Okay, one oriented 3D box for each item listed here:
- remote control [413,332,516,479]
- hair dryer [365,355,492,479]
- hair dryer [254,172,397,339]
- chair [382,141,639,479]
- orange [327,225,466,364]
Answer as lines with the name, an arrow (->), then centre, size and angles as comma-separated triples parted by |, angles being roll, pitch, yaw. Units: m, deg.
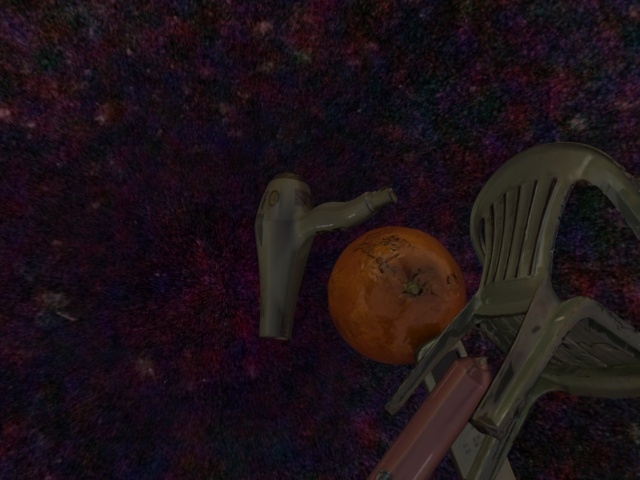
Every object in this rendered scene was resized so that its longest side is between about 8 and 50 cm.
remote control -> 0.231, 0.293, 0.745 | 0.090, 0.038, 0.310 | -23, 96, -17
hair dryer -> 0.112, 0.287, 0.579 | 0.210, 0.125, 0.353 | 24, 103, -50
hair dryer -> -0.017, 0.028, 0.586 | 0.088, 0.224, 0.219 | 16, 90, -41
chair -> 0.192, 0.073, 0.418 | 0.190, 0.203, 0.275 | 42, 63, -8
orange -> 0.134, 0.097, 0.844 | 0.245, 0.246, 0.247 | 1, 84, -11
